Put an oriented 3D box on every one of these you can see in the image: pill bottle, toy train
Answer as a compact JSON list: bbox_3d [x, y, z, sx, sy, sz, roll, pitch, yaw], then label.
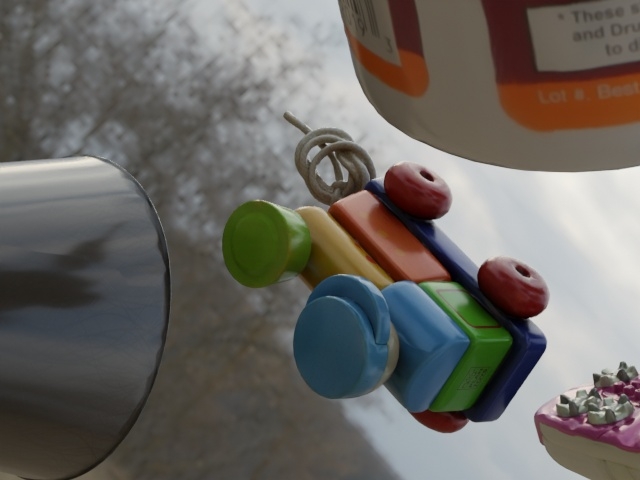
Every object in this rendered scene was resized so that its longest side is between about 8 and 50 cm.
[{"bbox_3d":[0.083,-0.243,0.637,0.224,0.224,0.392,41,-28,51],"label":"pill bottle"},{"bbox_3d":[0.000,0.000,0.987,0.143,0.105,0.248,3,36,-48],"label":"toy train"}]

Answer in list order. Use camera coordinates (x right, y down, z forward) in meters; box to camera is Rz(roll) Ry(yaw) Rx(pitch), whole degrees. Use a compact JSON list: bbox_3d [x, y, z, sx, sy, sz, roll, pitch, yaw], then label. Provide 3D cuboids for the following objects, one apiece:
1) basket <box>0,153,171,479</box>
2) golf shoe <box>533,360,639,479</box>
[{"bbox_3d":[-0.208,0.037,0.991,0.154,0.204,0.227,12,0,26],"label":"basket"},{"bbox_3d":[0.242,0.142,0.933,0.306,0.115,0.140,6,-67,47],"label":"golf shoe"}]
